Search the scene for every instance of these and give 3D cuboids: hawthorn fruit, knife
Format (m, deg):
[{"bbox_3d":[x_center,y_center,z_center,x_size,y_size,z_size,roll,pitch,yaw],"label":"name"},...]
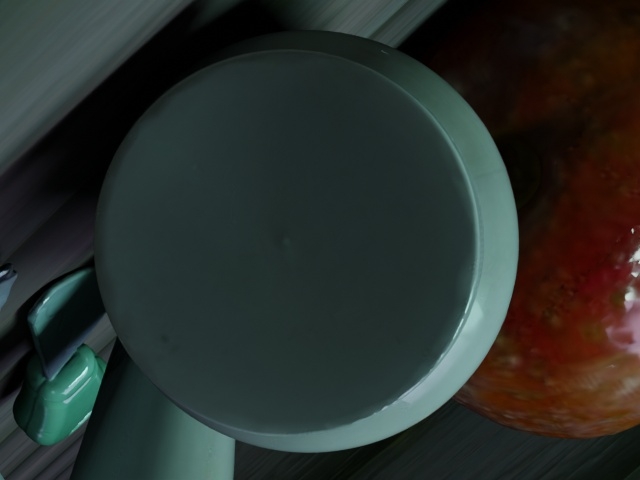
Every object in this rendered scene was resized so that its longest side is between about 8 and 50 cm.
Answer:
[{"bbox_3d":[0.151,-0.022,1.048,0.284,0.284,0.284,-41,177,-3],"label":"hawthorn fruit"},{"bbox_3d":[-0.114,0.048,0.874,0.063,0.034,0.260,-45,175,-19],"label":"knife"}]

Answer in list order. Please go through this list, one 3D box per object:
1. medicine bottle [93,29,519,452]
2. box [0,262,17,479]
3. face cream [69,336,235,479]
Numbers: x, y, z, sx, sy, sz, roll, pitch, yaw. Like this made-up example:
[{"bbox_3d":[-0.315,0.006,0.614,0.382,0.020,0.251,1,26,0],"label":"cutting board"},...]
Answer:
[{"bbox_3d":[0.000,0.000,0.628,0.131,0.131,0.250,-42,177,4],"label":"medicine bottle"},{"bbox_3d":[-0.197,0.160,0.678,0.264,0.106,0.336,-40,176,-23],"label":"box"},{"bbox_3d":[-0.073,0.122,0.786,0.143,0.089,0.314,129,-26,-59],"label":"face cream"}]
